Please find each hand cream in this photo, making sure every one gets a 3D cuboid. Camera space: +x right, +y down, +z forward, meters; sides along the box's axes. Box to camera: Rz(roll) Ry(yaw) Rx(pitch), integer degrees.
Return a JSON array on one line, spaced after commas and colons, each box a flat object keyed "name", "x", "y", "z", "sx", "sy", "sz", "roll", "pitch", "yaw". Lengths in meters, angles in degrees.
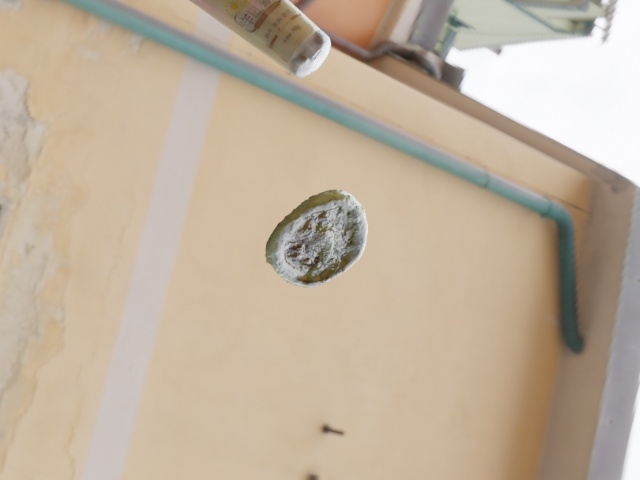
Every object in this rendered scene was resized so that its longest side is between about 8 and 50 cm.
[{"name": "hand cream", "x": -0.054, "y": -0.181, "z": 0.768, "sx": 0.061, "sy": 0.143, "sz": 0.039, "roll": -51, "pitch": 176, "yaw": -1}]

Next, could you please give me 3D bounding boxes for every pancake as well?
[{"name": "pancake", "x": 0.000, "y": 0.001, "z": 0.919, "sx": 0.108, "sy": 0.108, "sz": 0.017, "roll": -55, "pitch": -139, "yaw": 20}]
